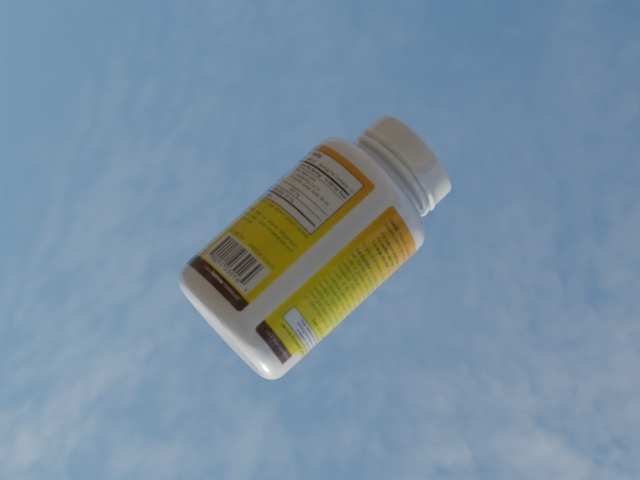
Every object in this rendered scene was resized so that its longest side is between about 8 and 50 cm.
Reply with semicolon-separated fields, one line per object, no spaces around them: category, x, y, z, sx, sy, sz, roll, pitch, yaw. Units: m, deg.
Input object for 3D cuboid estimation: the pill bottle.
pill bottle;0.000;0.000;0.933;0.215;0.117;0.117;-42;-138;-10
